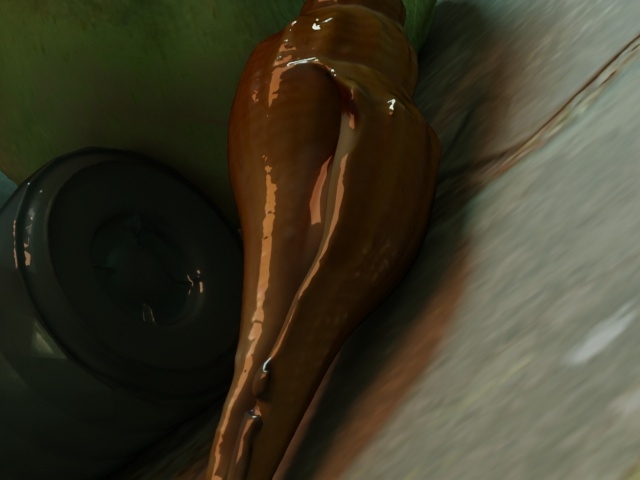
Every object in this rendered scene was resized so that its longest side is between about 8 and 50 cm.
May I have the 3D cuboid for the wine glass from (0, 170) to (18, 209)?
[{"bbox_3d":[-0.313,-0.029,1.110,0.267,0.267,0.406,-52,-22,-2],"label":"wine glass"}]

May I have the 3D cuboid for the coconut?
[{"bbox_3d":[-0.072,-0.156,1.072,0.328,0.281,0.328,1,-90,-84],"label":"coconut"}]

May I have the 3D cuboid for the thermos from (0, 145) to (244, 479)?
[{"bbox_3d":[-0.169,0.086,1.012,0.286,0.145,0.182,-40,10,41],"label":"thermos"}]

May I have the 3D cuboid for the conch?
[{"bbox_3d":[0.003,0.002,0.857,0.109,0.093,0.330,-13,58,38],"label":"conch"}]
